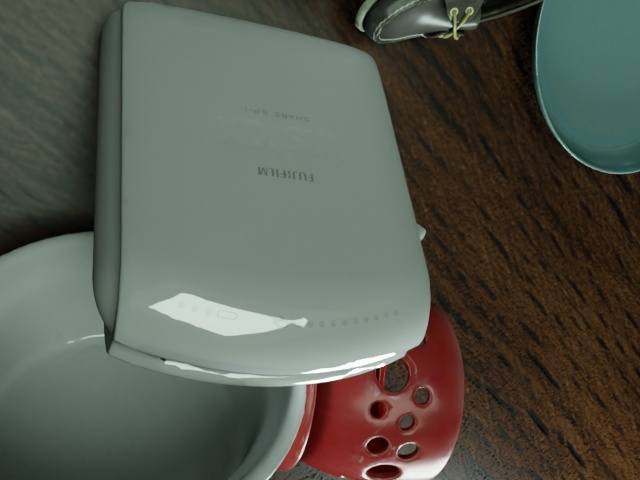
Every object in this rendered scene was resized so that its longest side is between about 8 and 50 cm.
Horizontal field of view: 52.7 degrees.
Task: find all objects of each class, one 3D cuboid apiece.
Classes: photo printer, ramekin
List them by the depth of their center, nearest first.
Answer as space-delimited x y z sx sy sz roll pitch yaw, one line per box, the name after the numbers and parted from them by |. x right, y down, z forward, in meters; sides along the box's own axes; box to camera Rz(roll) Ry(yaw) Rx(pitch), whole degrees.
-0.161 0.131 0.520 0.277 0.277 0.135 0 133 -24 | ramekin
-0.050 -0.036 0.524 0.256 0.107 0.307 5 59 -24 | photo printer

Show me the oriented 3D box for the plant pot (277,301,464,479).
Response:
0.024 0.145 0.659 0.174 0.191 0.191 8 101 -16 | plant pot

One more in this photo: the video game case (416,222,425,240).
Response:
0.000 0.000 0.621 0.157 0.143 0.019 -44 161 -28 | video game case

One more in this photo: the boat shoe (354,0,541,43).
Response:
0.143 -0.245 0.650 0.228 0.081 0.068 -27 78 -16 | boat shoe

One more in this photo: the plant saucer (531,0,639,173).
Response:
0.375 -0.241 0.785 0.318 0.044 0.317 -6 106 -22 | plant saucer
